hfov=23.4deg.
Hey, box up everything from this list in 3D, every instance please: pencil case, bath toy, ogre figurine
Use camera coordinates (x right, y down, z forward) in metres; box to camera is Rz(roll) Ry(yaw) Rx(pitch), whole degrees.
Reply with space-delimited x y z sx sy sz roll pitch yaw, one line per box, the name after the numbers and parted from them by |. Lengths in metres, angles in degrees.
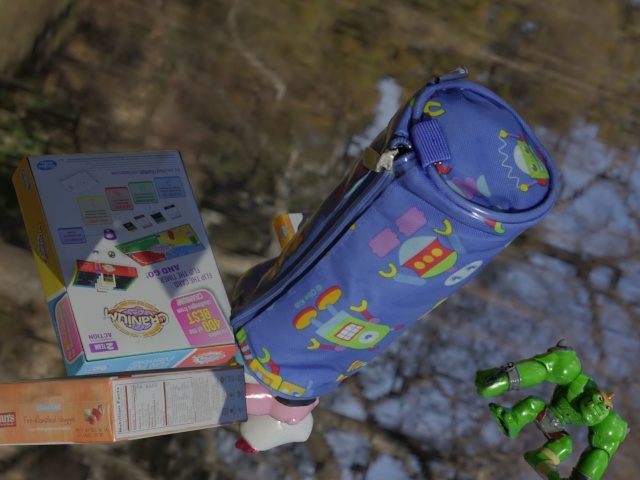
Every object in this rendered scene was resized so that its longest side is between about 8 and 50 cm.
0.041 0.006 1.147 0.306 0.133 0.119 -45 -135 45 | pencil case
-0.078 0.226 2.338 0.129 0.151 0.348 -35 161 -20 | bath toy
0.265 0.195 1.724 0.118 0.197 0.097 -40 176 -10 | ogre figurine

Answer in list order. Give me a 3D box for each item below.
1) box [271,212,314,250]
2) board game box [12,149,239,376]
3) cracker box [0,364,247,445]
0.000 0.000 2.212 0.028 0.136 0.081 -37 -113 44 | box
-0.265 0.027 2.121 0.064 0.242 0.316 -47 -125 48 | board game box
-0.202 0.168 1.587 0.232 0.156 0.067 3 83 -59 | cracker box
